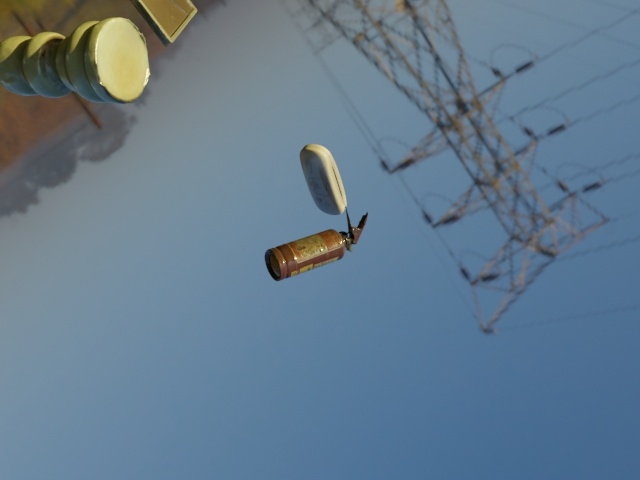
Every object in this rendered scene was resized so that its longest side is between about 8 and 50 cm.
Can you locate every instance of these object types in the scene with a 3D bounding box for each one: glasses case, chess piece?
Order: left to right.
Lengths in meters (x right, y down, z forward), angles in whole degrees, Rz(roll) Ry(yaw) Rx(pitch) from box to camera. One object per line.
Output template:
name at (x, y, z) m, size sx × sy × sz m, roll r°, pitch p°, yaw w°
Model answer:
chess piece at (-0.401, -0.271, 1.637) m, size 0.243 × 0.133 × 0.133 m, roll 1°, pitch -148°, yaw 27°
glasses case at (0.007, -0.134, 2.355) m, size 0.074 × 0.193 × 0.049 m, roll 10°, pitch -131°, yaw 29°

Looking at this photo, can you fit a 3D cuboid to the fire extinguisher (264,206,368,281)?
fire extinguisher at (0.004, 0.007, 2.332) m, size 0.252 × 0.106 × 0.075 m, roll -19°, pitch -135°, yaw -24°

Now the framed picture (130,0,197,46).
framed picture at (-0.288, -0.428, 1.732) m, size 0.015 × 0.203 × 0.150 m, roll -27°, pitch -156°, yaw 27°
